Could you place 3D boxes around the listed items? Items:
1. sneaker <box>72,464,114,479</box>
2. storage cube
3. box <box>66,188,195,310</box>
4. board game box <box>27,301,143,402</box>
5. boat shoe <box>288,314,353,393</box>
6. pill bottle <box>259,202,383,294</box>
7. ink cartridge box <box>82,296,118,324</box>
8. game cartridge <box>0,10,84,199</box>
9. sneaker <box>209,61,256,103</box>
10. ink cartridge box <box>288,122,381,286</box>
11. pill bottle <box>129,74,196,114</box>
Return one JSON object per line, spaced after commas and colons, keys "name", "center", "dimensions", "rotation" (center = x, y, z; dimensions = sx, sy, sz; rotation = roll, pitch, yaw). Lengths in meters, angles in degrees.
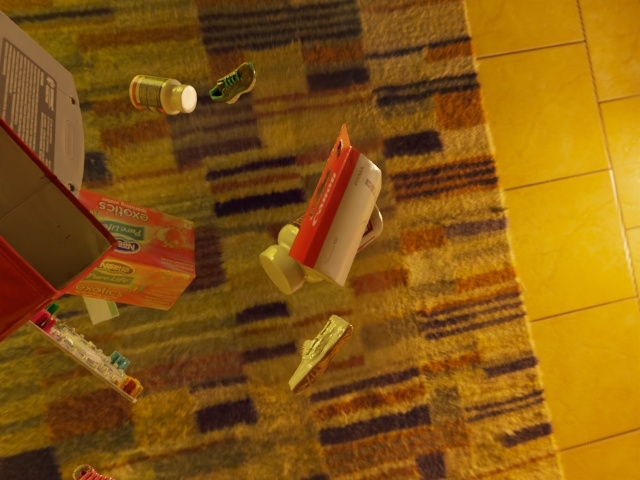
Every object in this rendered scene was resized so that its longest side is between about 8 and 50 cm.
{"name": "sneaker", "center": [-0.494, 0.547, 0.999], "dimensions": [0.119, 0.047, 0.057], "rotation": [29, 116, 12]}
{"name": "storage cube", "center": [-0.316, 0.011, 0.355], "dimensions": [0.193, 0.215, 0.184], "rotation": [-39, 106, -2]}
{"name": "box", "center": [-0.415, 0.019, 0.892], "dimensions": [0.300, 0.142, 0.154], "rotation": [19, 42, -34]}
{"name": "board game box", "center": [-0.739, 0.325, 1.423], "dimensions": [0.390, 0.390, 0.050], "rotation": [48, 69, -20]}
{"name": "boat shoe", "center": [-0.015, 0.355, 1.434], "dimensions": [0.096, 0.098, 0.277], "rotation": [33, 69, 27]}
{"name": "pill bottle", "center": [0.000, 0.000, 1.153], "dimensions": [0.301, 0.169, 0.169], "rotation": [-36, 93, -22]}
{"name": "ink cartridge box", "center": [-0.722, 0.179, 1.509], "dimensions": [0.056, 0.235, 0.171], "rotation": [-19, 88, -50]}
{"name": "game cartridge", "center": [-0.433, -0.173, 0.657], "dimensions": [0.062, 0.198, 0.297], "rotation": [-17, 65, 6]}
{"name": "sneaker", "center": [-0.235, -0.413, 1.202], "dimensions": [0.076, 0.166, 0.065], "rotation": [-21, 85, -44]}
{"name": "ink cartridge box", "center": [0.034, -0.035, 0.665], "dimensions": [0.066, 0.232, 0.189], "rotation": [21, 83, 7]}
{"name": "pill bottle", "center": [-0.483, -0.447, 1.401], "dimensions": [0.180, 0.108, 0.108], "rotation": [13, 87, 17]}
